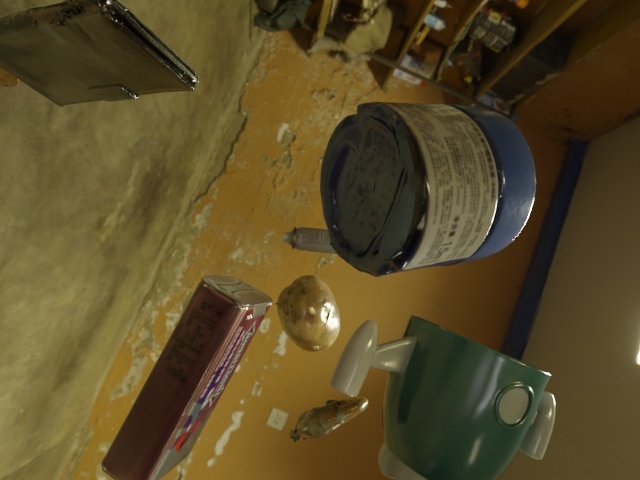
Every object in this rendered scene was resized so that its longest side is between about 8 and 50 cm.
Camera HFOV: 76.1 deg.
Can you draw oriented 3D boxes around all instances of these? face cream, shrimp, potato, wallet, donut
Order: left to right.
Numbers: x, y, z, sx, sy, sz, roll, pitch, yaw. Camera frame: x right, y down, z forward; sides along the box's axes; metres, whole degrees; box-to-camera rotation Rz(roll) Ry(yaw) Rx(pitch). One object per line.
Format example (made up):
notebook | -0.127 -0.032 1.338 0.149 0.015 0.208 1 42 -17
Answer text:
donut | -0.669 -0.366 0.842 0.097 0.108 0.043 56 47 -56
wallet | -0.345 -0.261 0.583 0.169 0.317 0.044 34 65 -61
potato | -0.024 0.160 0.891 0.235 0.128 0.161 34 45 -77
face cream | 0.000 0.000 1.254 0.075 0.229 0.075 -174 -90 -88
shrimp | 0.016 0.392 0.923 0.145 0.059 0.254 -18 160 -36
face cream | 0.145 -0.079 0.615 0.249 0.225 0.249 16 -72 58

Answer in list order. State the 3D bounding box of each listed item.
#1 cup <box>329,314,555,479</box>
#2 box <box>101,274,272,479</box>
cup | 0.145 0.194 0.466 0.173 0.300 0.167 -67 -163 -4
box | -0.143 0.153 0.466 0.224 0.069 0.120 -62 170 1
